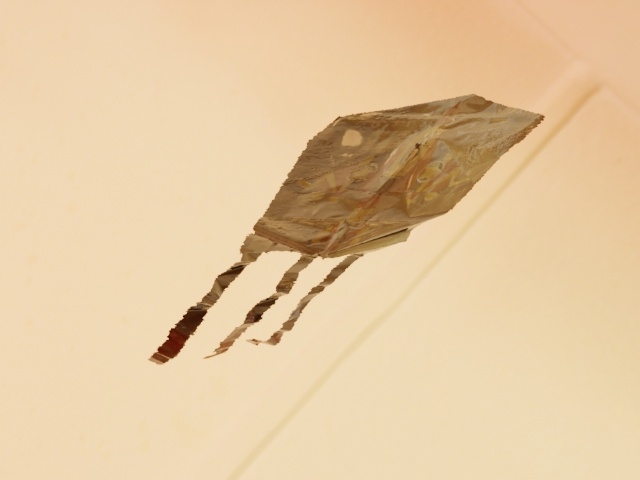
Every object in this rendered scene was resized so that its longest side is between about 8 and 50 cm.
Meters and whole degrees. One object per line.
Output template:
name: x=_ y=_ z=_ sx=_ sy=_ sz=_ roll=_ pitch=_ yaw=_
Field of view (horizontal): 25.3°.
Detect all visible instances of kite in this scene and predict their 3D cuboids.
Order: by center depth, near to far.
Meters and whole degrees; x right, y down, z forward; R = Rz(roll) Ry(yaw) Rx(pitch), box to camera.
kite: x=0.001 y=0.001 z=0.716 sx=0.141 sy=0.245 sz=0.015 roll=-1 pitch=-121 yaw=-39
